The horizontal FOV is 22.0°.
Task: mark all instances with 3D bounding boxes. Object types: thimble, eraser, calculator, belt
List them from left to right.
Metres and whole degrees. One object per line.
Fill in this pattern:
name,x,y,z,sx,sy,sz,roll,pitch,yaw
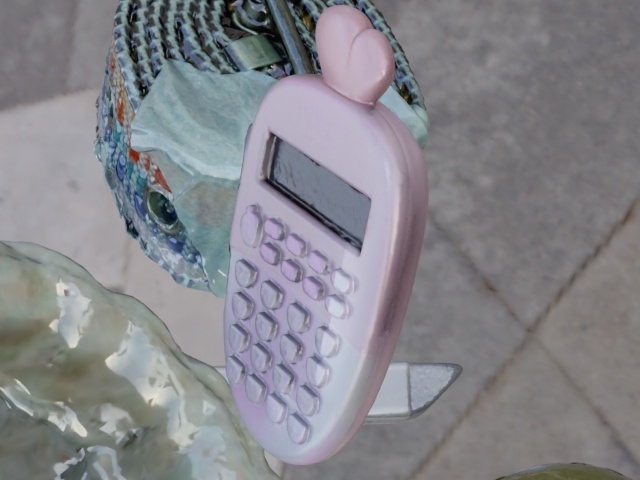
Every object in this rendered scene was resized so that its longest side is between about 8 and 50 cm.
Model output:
thimble,-0.166,0.152,0.802,0.195,0.291,0.291,-47,49,29
belt,-0.050,-0.089,1.133,0.150,0.207,0.257,110,147,-50
eraser,-0.032,0.156,1.656,0.351,0.089,0.061,-1,79,-4
calculator,0.000,0.000,0.583,0.103,0.024,0.166,37,120,52

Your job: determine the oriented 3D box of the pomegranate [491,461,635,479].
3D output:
pomegranate,0.243,0.342,1.397,0.291,0.323,0.291,-162,90,-79
